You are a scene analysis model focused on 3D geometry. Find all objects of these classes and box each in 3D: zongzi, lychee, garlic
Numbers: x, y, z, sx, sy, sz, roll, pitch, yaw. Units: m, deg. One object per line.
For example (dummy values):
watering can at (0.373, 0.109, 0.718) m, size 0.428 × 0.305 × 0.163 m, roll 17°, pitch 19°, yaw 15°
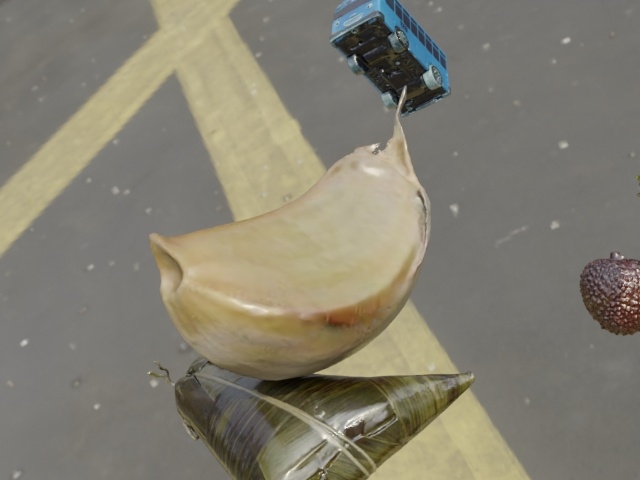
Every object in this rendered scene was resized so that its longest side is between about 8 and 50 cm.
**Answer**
zongzi at (-0.010, 0.152, 0.965) m, size 0.241 × 0.111 × 0.248 m, roll -35°, pitch 44°, yaw -18°
lychee at (0.466, 0.083, 1.483) m, size 0.123 × 0.123 × 0.129 m, roll -12°, pitch 58°, yaw 26°
garlic at (0.015, 0.007, 0.907) m, size 0.338 × 0.196 × 0.151 m, roll -33°, pitch 13°, yaw -26°

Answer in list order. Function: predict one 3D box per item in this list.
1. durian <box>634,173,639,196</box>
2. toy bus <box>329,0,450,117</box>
durian at (0.431, -0.082, 1.122) m, size 0.108 × 0.186 × 0.119 m, roll 17°, pitch 5°, yaw 16°
toy bus at (0.098, -0.268, 1.334) m, size 0.090 × 0.185 × 0.106 m, roll -21°, pitch 48°, yaw 31°
